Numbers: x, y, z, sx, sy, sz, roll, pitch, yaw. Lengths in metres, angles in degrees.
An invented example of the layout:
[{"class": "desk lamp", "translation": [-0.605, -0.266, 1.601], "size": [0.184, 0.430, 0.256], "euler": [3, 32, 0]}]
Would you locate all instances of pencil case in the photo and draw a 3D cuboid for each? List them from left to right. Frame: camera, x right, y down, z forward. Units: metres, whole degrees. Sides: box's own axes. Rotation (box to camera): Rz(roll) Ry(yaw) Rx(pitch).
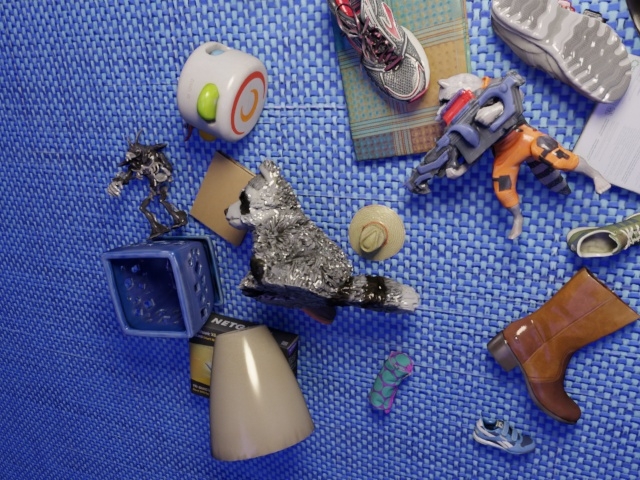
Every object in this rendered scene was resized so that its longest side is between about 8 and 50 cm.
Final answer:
[{"class": "pencil case", "translation": [0.176, 0.356, 1.313], "size": [0.070, 0.064, 0.152], "euler": [40, 123, 33]}]

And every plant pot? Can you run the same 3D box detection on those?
[{"class": "plant pot", "translation": [-0.393, 0.105, 1.374], "size": [0.235, 0.212, 0.236], "euler": [-1, 108, 23]}, {"class": "plant pot", "translation": [-0.169, 0.354, 1.282], "size": [0.256, 0.256, 0.274], "euler": [-15, 85, 27]}]

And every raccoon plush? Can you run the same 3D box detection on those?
[{"class": "raccoon plush", "translation": [0.000, 0.000, 1.193], "size": [0.446, 0.299, 0.216], "euler": [13, 158, -15]}]

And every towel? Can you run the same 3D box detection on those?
[{"class": "towel", "translation": [0.168, -0.360, 1.067], "size": [0.271, 0.040, 0.370], "euler": [-4, 109, 24]}]

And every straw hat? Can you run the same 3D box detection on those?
[{"class": "straw hat", "translation": [0.121, -0.006, 1.204], "size": [0.144, 0.061, 0.145], "euler": [8, 112, 21]}]

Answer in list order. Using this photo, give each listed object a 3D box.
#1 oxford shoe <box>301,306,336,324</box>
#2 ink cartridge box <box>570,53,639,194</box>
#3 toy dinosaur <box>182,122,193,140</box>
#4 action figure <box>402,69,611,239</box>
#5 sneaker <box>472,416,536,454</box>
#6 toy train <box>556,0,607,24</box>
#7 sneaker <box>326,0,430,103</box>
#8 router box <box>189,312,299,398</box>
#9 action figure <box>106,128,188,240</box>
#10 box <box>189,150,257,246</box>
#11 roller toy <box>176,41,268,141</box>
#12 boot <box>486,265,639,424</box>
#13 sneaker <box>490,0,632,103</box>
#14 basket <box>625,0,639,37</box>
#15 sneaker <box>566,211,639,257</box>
[{"class": "oxford shoe", "translation": [-0.036, 0.085, 1.287], "size": [0.098, 0.097, 0.271], "euler": [-36, 93, 23]}, {"class": "ink cartridge box", "translation": [0.600, -0.197, 0.941], "size": [0.223, 0.045, 0.223], "euler": [24, 116, 14]}, {"class": "toy dinosaur", "translation": [-0.301, -0.296, 1.271], "size": [0.082, 0.047, 0.090], "euler": [-24, 67, 54]}, {"class": "action figure", "translation": [0.325, -0.171, 1.007], "size": [0.330, 0.178, 0.341], "euler": [54, 145, -1]}, {"class": "sneaker", "translation": [0.442, 0.466, 1.251], "size": [0.144, 0.053, 0.059], "euler": [9, 110, 18]}, {"class": "toy train", "translation": [0.435, -0.414, 0.940], "size": [0.158, 0.027, 0.036], "euler": [25, 115, 13]}, {"class": "sneaker", "translation": [0.096, -0.390, 0.998], "size": [0.120, 0.112, 0.299], "euler": [-34, 96, 29]}, {"class": "router box", "translation": [-0.218, 0.350, 1.466], "size": [0.308, 0.081, 0.243], "euler": [10, 112, 19]}, {"class": "action figure", "translation": [-0.443, -0.149, 1.338], "size": [0.164, 0.141, 0.276], "euler": [-21, 96, 11]}, {"class": "box", "translation": [-0.236, -0.105, 1.339], "size": [0.164, 0.021, 0.201], "euler": [35, 119, 8]}, {"class": "roller toy", "translation": [-0.218, -0.328, 1.154], "size": [0.146, 0.209, 0.191], "euler": [25, 78, 12]}, {"class": "boot", "translation": [0.550, 0.232, 1.119], "size": [0.280, 0.096, 0.264], "euler": [-44, 81, 22]}, {"class": "sneaker", "translation": [0.423, -0.346, 0.929], "size": [0.281, 0.115, 0.105], "euler": [44, 93, 7]}, {"class": "basket", "translation": [0.618, -0.403, 0.800], "size": [0.226, 0.154, 0.205], "euler": [-21, 79, 23]}, {"class": "sneaker", "translation": [0.577, -0.003, 0.999], "size": [0.192, 0.086, 0.064], "euler": [-13, 103, 26]}]
